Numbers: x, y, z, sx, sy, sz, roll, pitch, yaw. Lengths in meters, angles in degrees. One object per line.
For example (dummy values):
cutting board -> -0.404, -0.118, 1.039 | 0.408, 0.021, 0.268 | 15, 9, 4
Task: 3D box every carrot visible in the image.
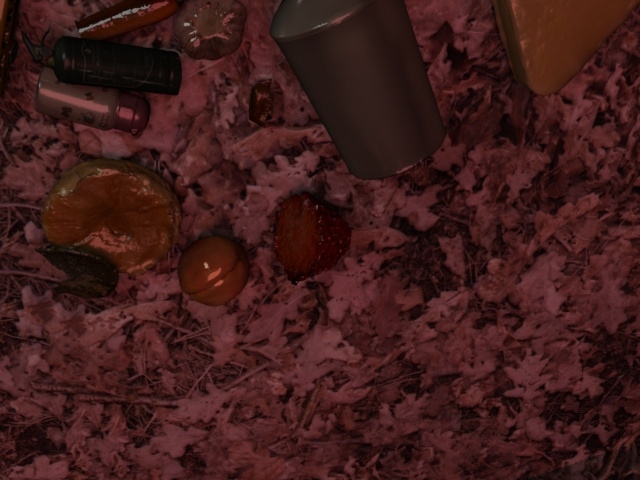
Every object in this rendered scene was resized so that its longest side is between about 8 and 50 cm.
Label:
carrot -> -0.400, -0.476, 1.333 | 0.225, 0.067, 0.067 | -18, 119, 4

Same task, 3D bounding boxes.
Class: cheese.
cheese -> 0.515, -0.561, 1.407 | 0.384, 0.104, 0.384 | -4, 118, -7

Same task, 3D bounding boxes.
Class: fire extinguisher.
fire extinguisher -> -0.452, -0.373, 1.320 | 0.311, 0.095, 0.114 | -2, 79, -29

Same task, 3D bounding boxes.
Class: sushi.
sushi -> -0.133, -0.320, 1.467 | 0.060, 0.061, 0.118 | 0, 138, -18

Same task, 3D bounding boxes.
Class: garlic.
garlic -> -0.235, -0.458, 1.350 | 0.147, 0.102, 0.159 | 44, 93, -12

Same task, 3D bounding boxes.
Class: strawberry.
strawberry -> 0.000, 0.000, 1.582 | 0.178, 0.234, 0.234 | 4, 119, -34

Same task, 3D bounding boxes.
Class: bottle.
bottle -> -0.493, -0.302, 1.387 | 0.233, 0.110, 0.110 | 13, 115, -15

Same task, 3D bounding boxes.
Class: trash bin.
trash bin -> 0.084, -0.371, 1.350 | 0.280, 0.280, 0.432 | -26, 122, 6

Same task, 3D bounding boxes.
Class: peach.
peach -> -0.265, 0.074, 1.590 | 0.184, 0.184, 0.184 | -4, 118, -7

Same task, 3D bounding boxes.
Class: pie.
pie -> -0.503, -0.050, 1.532 | 0.339, 0.083, 0.339 | -4, 122, -6

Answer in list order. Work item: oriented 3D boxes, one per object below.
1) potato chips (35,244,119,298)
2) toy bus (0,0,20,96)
potato chips -> -0.603, 0.087, 1.570 | 0.202, 0.029, 0.220 | 13, 142, -10
toy bus -> -0.675, -0.455, 1.269 | 0.121, 0.123, 0.335 | 16, 115, -17
